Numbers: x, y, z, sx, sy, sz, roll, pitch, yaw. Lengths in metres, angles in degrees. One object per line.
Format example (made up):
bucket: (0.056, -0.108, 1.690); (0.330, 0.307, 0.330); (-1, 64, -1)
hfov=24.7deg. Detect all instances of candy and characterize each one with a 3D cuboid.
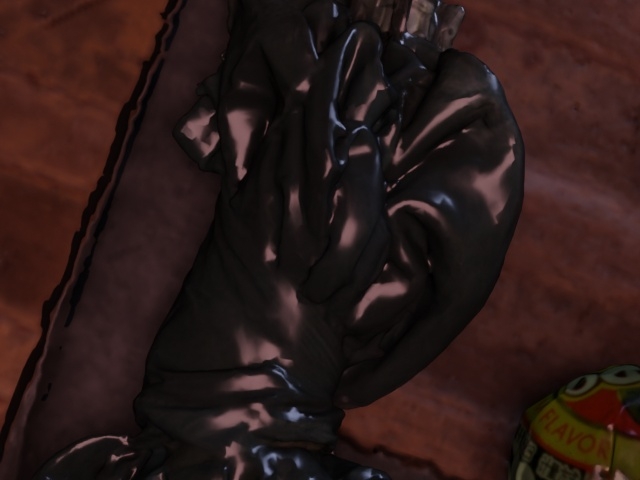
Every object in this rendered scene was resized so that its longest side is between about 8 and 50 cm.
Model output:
candy: (0.094, 0.199, 0.615); (0.091, 0.083, 0.305); (16, 97, -2)

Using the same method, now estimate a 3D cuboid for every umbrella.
umbrella: (-0.002, -0.001, 0.579); (0.143, 0.094, 0.349); (24, 84, -11)
